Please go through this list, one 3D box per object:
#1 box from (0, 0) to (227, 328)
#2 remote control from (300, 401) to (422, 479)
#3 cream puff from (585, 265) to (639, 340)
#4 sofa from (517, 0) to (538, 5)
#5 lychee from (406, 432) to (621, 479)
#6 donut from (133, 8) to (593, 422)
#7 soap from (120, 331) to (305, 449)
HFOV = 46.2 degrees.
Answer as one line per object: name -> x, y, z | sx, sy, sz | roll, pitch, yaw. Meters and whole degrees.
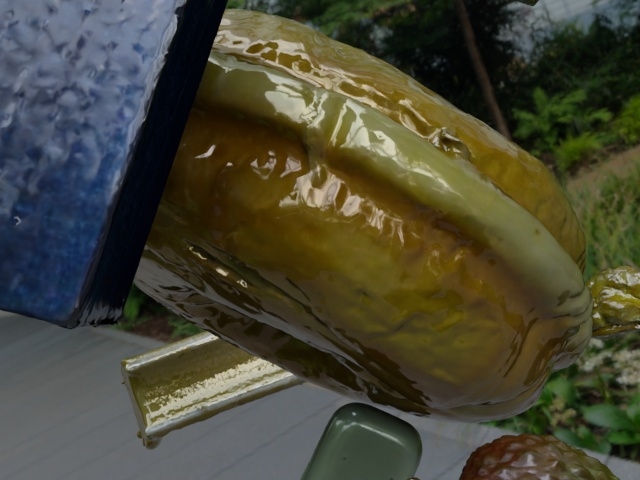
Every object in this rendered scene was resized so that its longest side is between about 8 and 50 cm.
box -> -0.190, -0.126, 0.376 | 0.261, 0.279, 0.116 | 17, -5, -1
remote control -> -0.007, 0.287, 0.640 | 0.090, 0.310, 0.038 | 23, 5, 0
cream puff -> 0.261, 0.058, 0.656 | 0.083, 0.058, 0.083 | 109, -173, -61
sofa -> 0.237, -0.316, 0.882 | 0.118, 0.039, 0.060 | -11, -36, -54
lychee -> 0.099, 0.149, 0.342 | 0.146, 0.114, 0.114 | 20, 28, 24
donut -> 0.000, 0.000, 0.619 | 0.449, 0.448, 0.198 | -4, 55, 62
soap -> -0.166, 0.227, 1.280 | 0.334, 0.156, 0.293 | -18, -11, -16
